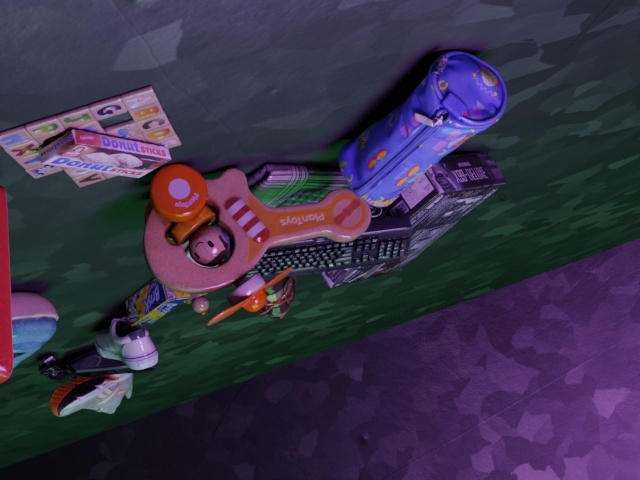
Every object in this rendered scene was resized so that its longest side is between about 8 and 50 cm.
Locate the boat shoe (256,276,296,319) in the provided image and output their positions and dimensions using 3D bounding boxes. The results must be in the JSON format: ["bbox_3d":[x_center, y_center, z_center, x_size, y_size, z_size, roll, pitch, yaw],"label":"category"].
[{"bbox_3d":[-0.096,0.098,2.150,0.123,0.123,0.342,-20,168,-11],"label":"boat shoe"}]

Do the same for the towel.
[{"bbox_3d":[-0.076,-0.024,1.795,0.312,0.056,0.324,0,150,-49],"label":"towel"}]

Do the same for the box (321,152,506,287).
[{"bbox_3d":[0.165,-0.039,1.911,0.242,0.076,0.307,-12,155,-51],"label":"box"}]

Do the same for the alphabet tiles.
[{"bbox_3d":[-0.289,-0.123,1.338,0.198,0.009,0.237,-18,165,-2],"label":"alphabet tiles"}]

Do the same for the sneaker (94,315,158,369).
[{"bbox_3d":[-0.420,0.206,2.223,0.094,0.091,0.258,-16,-166,-32],"label":"sneaker"}]

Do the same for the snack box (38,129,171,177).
[{"bbox_3d":[-0.276,-0.111,1.337,0.064,0.022,0.178,-24,165,29],"label":"snack box"}]

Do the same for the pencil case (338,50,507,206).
[{"bbox_3d":[0.140,-0.156,1.506,0.133,0.119,0.306,-44,-177,-36],"label":"pencil case"}]

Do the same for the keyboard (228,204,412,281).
[{"bbox_3d":[0.000,0.000,1.745,0.317,0.033,0.201,-9,143,-7],"label":"keyboard"}]

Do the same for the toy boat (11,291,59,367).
[{"bbox_3d":[-0.635,0.194,1.824,0.318,0.148,0.267,-3,160,-46],"label":"toy boat"}]

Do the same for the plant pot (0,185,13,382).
[{"bbox_3d":[-0.560,0.067,1.267,0.267,0.267,0.236,-27,151,31],"label":"plant pot"}]

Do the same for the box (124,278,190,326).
[{"bbox_3d":[-0.332,0.119,2.090,0.054,0.059,0.169,-6,162,-39],"label":"box"}]

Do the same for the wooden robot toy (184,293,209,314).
[{"bbox_3d":[-0.241,0.113,2.140,0.076,0.079,0.173,-3,160,-46],"label":"wooden robot toy"}]

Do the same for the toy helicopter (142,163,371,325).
[{"bbox_3d":[-0.088,-0.001,1.555,0.355,0.234,0.140,-10,164,-17],"label":"toy helicopter"}]

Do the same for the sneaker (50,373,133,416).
[{"bbox_3d":[-0.551,0.390,2.549,0.099,0.121,0.262,9,-157,34],"label":"sneaker"}]

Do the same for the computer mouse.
[{"bbox_3d":[-0.528,0.282,2.465,0.272,0.072,0.188,-4,166,-7],"label":"computer mouse"}]
